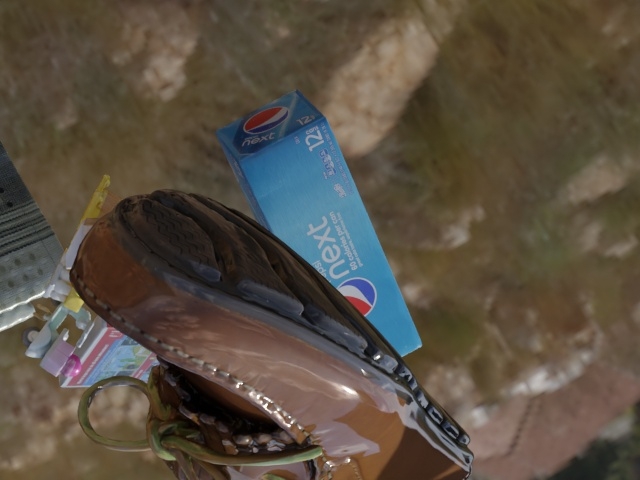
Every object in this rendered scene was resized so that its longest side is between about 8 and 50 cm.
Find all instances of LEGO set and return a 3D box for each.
[{"bbox_3d":[-0.161,0.026,1.365,0.107,0.132,0.287,27,153,-8],"label":"LEGO set"}]

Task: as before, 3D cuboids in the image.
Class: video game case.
[{"bbox_3d":[-0.152,0.129,1.964,0.285,0.025,0.204,0,156,-24],"label":"video game case"}]

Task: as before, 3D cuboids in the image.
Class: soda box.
[{"bbox_3d":[0.000,0.000,1.204,0.071,0.067,0.210,-28,119,-7],"label":"soda box"}]

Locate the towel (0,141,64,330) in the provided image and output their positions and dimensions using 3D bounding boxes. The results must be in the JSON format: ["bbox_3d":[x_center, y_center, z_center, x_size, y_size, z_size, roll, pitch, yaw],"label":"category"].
[{"bbox_3d":[-0.436,-0.024,1.574,0.324,0.312,0.056,-26,171,-32],"label":"towel"}]

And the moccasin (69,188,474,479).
[{"bbox_3d":[-0.033,0.089,0.867,0.147,0.139,0.380,-44,157,-2],"label":"moccasin"}]
